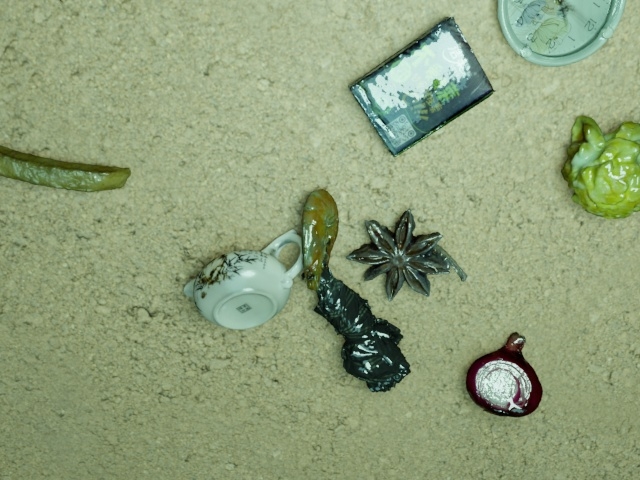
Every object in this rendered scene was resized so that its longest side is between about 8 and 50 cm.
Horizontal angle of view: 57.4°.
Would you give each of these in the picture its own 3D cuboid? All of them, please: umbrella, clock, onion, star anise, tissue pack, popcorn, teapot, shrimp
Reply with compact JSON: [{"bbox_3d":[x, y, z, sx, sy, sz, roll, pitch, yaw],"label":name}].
[{"bbox_3d":[0.065,0.199,1.325,0.336,0.128,0.154,43,91,-10],"label":"umbrella"},{"bbox_3d":[0.442,-0.447,1.087,0.236,0.053,0.237,-1,111,-1],"label":"clock"},{"bbox_3d":[0.436,0.317,1.378,0.173,0.135,0.198,22,72,9],"label":"onion"},{"bbox_3d":[0.189,0.036,1.271,0.262,0.081,0.230,10,112,8],"label":"star anise"},{"bbox_3d":[0.194,-0.295,1.138,0.235,0.073,0.173,-33,109,12],"label":"tissue pack"},{"bbox_3d":[0.569,-0.151,1.159,0.212,0.198,0.198,44,108,11],"label":"popcorn"},{"bbox_3d":[-0.154,0.091,1.270,0.299,0.166,0.208,-32,127,2],"label":"teapot"},{"bbox_3d":[0.002,0.000,1.225,0.115,0.051,0.217,10,83,-44],"label":"shrimp"}]

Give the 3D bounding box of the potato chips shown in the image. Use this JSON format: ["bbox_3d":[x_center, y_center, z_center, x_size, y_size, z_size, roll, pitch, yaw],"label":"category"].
[{"bbox_3d":[-0.602,-0.158,1.193,0.406,0.080,0.057,13,122,-5],"label":"potato chips"}]
